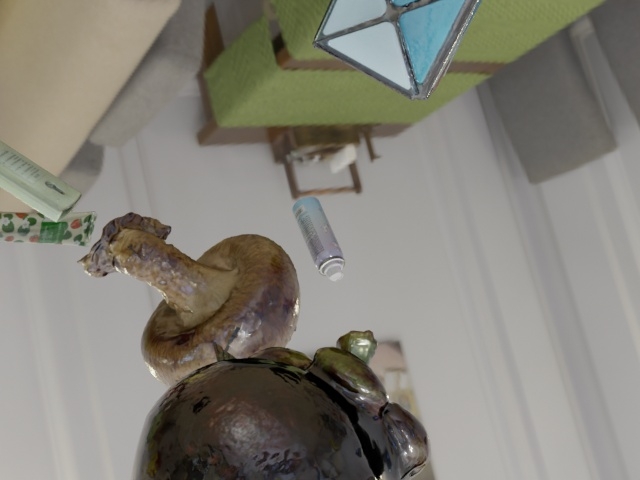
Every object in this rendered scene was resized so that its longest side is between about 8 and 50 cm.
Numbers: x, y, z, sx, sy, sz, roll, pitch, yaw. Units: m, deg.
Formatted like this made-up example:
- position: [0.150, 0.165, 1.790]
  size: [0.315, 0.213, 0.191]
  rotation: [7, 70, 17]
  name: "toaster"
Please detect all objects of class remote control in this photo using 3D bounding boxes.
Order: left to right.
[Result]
- position: [-0.515, -0.116, 1.418]
  size: [0.038, 0.233, 0.098]
  rotation: [-54, -171, 22]
  name: "remote control"

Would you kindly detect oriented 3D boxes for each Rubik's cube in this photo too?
- position: [0.158, -0.436, 1.626]
  size: [0.246, 0.248, 0.250]
  rotation: [-65, 174, 21]
  name: "Rubik's cube"

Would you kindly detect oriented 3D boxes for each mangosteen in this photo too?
- position: [-0.037, 0.258, 0.883]
  size: [0.313, 0.297, 0.297]
  rotation: [-6, 168, -14]
  name: "mangosteen"

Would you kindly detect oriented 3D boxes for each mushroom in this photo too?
- position: [-0.211, 0.091, 1.603]
  size: [0.331, 0.356, 0.334]
  rotation: [-31, -160, -32]
  name: "mushroom"

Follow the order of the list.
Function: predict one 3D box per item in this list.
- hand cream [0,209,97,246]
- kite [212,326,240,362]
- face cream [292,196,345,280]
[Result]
- position: [-0.609, -0.027, 1.773]
  size: [0.276, 0.059, 0.095]
  rotation: [1, 125, -33]
  name: "hand cream"
- position: [-0.093, 0.213, 1.265]
  size: [0.010, 0.183, 0.160]
  rotation: [-57, 177, 34]
  name: "kite"
- position: [0.000, 0.000, 2.051]
  size: [0.075, 0.229, 0.075]
  rotation: [-15, 145, -11]
  name: "face cream"
